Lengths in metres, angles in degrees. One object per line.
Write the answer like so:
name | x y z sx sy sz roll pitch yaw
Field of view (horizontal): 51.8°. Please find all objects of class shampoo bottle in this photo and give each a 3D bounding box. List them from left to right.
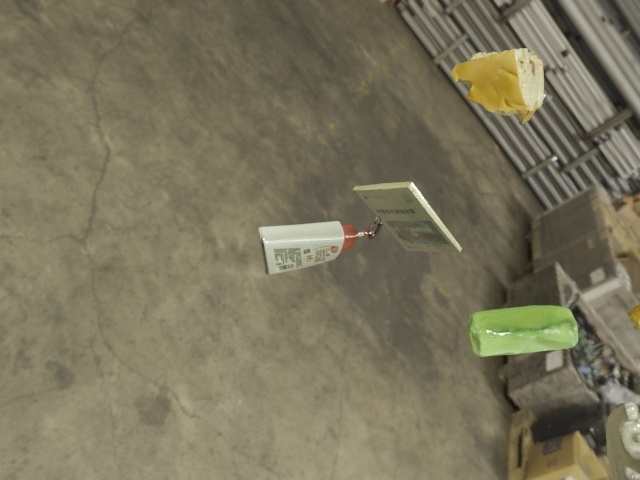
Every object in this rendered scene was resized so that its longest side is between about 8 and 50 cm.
shampoo bottle | 0.000 0.000 1.536 0.153 0.284 0.071 93 -18 -56

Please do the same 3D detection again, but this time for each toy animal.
toy animal | 0.775 0.520 1.511 0.266 0.188 0.307 100 -23 -68

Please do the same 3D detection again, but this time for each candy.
candy | 0.639 0.286 2.099 0.142 0.344 0.131 -104 -169 -66

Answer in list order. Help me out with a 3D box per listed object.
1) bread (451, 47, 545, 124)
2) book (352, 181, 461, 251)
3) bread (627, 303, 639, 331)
bread | 0.504 -0.422 1.835 0.184 0.224 0.211 -27 110 -39
book | 0.239 -0.058 1.810 0.282 0.215 0.025 45 62 -31
bread | 0.934 0.149 1.532 0.165 0.375 0.236 37 17 -35
